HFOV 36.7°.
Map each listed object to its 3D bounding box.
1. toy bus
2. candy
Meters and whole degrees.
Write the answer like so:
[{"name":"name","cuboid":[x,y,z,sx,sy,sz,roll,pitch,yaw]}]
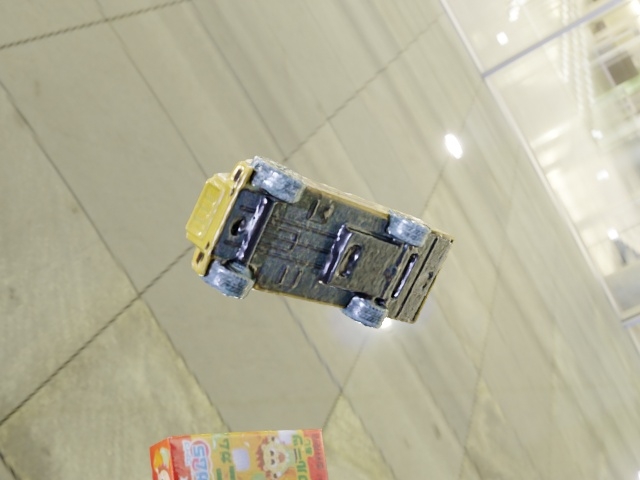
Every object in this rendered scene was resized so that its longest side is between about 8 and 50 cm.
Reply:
[{"name":"toy bus","cuboid":[0.000,0.000,0.955,0.123,0.121,0.335,33,11,39]},{"name":"candy","cuboid":[-0.053,0.164,0.662,0.122,0.038,0.062,4,66,-32]}]
